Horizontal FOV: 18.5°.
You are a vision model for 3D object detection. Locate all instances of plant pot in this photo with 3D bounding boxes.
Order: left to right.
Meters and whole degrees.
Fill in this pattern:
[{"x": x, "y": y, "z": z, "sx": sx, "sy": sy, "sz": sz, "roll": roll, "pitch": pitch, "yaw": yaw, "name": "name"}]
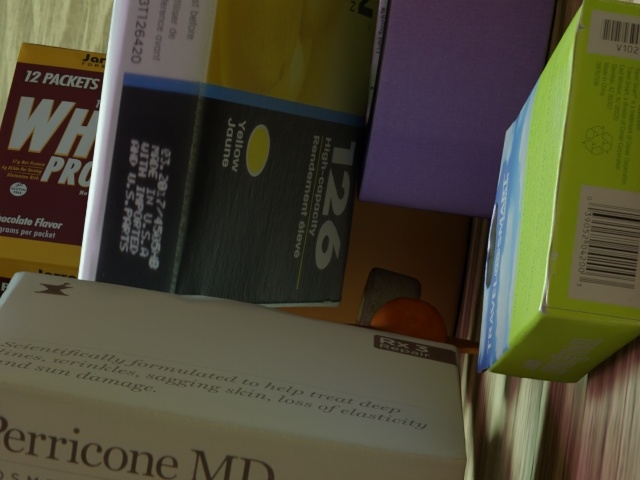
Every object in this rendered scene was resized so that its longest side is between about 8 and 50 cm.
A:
[{"x": 0.000, "y": 0.000, "z": 1.448, "sx": 0.291, "sy": 0.204, "sz": 0.290, "roll": -173, "pitch": 90, "yaw": -90, "name": "plant pot"}]

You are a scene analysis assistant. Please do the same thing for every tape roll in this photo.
[{"x": 0.083, "y": -0.153, "z": 1.167, "sx": 0.275, "sy": 0.090, "sz": 0.274, "roll": -173, "pitch": 90, "yaw": -90, "name": "tape roll"}]

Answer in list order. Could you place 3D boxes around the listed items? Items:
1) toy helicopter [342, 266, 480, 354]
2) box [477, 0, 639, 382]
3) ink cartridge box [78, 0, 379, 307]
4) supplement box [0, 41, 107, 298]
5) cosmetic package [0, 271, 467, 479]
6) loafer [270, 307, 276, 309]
[{"x": 0.027, "y": 0.106, "z": 1.106, "sx": 0.355, "sy": 0.140, "sz": 0.235, "roll": -80, "pitch": 1, "yaw": -62, "name": "toy helicopter"}, {"x": 0.091, "y": -0.009, "z": 0.711, "sx": 0.178, "sy": 0.042, "sz": 0.109, "roll": 101, "pitch": 178, "yaw": -79, "name": "box"}, {"x": -0.019, "y": -0.113, "z": 1.084, "sx": 0.307, "sy": 0.072, "sz": 0.303, "roll": 1, "pitch": -84, "yaw": -66, "name": "ink cartridge box"}, {"x": -0.166, "y": -0.003, "z": 1.407, "sx": 0.194, "sy": 0.129, "sz": 0.191, "roll": 98, "pitch": 179, "yaw": -54, "name": "supplement box"}, {"x": -0.070, "y": 0.225, "z": 0.881, "sx": 0.156, "sy": 0.217, "sz": 0.385, "roll": -81, "pitch": -1, "yaw": -73, "name": "cosmetic package"}, {"x": -0.050, "y": -0.053, "z": 1.254, "sx": 0.087, "sy": 0.094, "sz": 0.251, "roll": 40, "pitch": -122, "yaw": -42, "name": "loafer"}]
